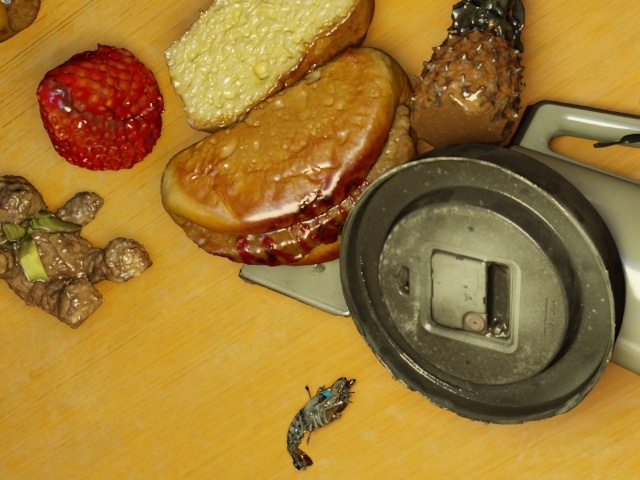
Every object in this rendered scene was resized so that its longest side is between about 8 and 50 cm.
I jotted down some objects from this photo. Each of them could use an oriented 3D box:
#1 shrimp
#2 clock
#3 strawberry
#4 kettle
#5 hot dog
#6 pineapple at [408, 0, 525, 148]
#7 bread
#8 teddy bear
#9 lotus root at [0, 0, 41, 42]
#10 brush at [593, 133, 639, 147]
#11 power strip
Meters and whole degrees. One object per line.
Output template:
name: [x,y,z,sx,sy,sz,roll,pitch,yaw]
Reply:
shrimp: [-0.009,0.270,1.759,0.076,0.082,0.174,34,105,9]
clock: [0.206,0.058,1.493,0.386,0.076,0.386,15,121,26]
strawberry: [-0.353,-0.206,1.778,0.205,0.244,0.205,0,89,14]
kettle: [0.406,-0.015,1.581,0.377,0.250,0.361,23,75,18]
hot dog: [-0.018,-0.090,1.665,0.405,0.185,0.223,-31,68,0]
pineapple: [0.229,-0.293,1.628,0.166,0.165,0.364,7,58,16]
bread: [-0.064,-0.298,1.733,0.340,0.179,0.194,-42,77,14]
teddy bear: [-0.431,-0.006,1.817,0.296,0.246,0.222,0,124,49]
lotus root: [-0.598,-0.412,1.890,0.291,0.193,0.193,15,93,12]
brush: [0.410,-0.136,1.568,0.083,0.024,0.008,-11,123,-13]
power strip: [0.000,0.000,1.765,0.198,0.064,0.213,21,77,17]
